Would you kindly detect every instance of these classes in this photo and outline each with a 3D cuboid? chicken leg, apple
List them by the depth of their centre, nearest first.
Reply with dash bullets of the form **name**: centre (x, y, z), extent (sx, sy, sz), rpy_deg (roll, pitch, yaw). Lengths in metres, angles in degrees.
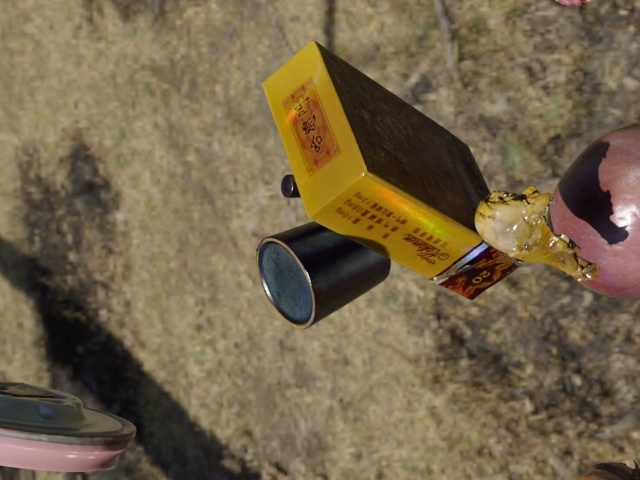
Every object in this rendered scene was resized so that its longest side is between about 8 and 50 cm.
- **chicken leg**: centre (0.308, -0.009, 1.563), extent (0.101, 0.207, 0.085), rpy_deg (-60, 17, 4)
- **apple**: centre (0.527, -0.051, 1.876), extent (0.235, 0.305, 0.306), rpy_deg (49, 136, 51)

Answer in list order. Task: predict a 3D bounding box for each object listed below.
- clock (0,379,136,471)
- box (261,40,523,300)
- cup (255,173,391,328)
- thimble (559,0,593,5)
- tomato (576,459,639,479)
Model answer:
- **clock**: centre (-0.299, 0.168, 1.083), extent (0.244, 0.244, 0.056), rpy_deg (8, 86, 63)
- **box**: centre (0.116, -0.092, 1.661), extent (0.115, 0.415, 0.264), rpy_deg (-38, 52, 23)
- **cup**: centre (0.010, 0.011, 1.881), extent (0.166, 0.177, 0.239), rpy_deg (38, 140, 40)
- **thimble**: centre (0.390, -0.466, 1.713), extent (0.125, 0.163, 0.190), rpy_deg (-111, 0, -60)
- **tomato**: centre (0.472, 0.440, 1.753), extent (0.214, 0.155, 0.181), rpy_deg (25, 91, 34)
